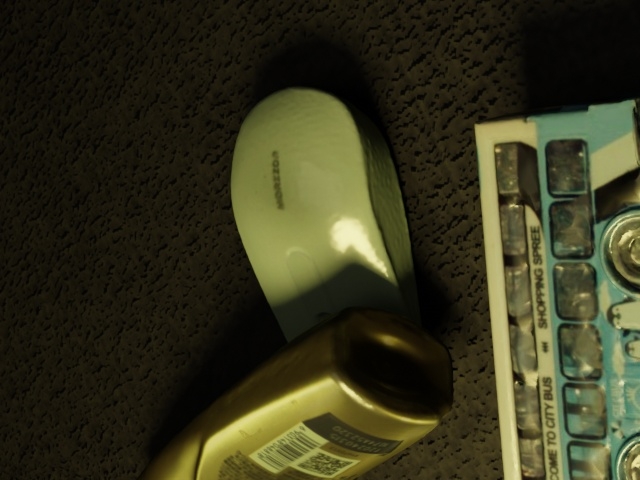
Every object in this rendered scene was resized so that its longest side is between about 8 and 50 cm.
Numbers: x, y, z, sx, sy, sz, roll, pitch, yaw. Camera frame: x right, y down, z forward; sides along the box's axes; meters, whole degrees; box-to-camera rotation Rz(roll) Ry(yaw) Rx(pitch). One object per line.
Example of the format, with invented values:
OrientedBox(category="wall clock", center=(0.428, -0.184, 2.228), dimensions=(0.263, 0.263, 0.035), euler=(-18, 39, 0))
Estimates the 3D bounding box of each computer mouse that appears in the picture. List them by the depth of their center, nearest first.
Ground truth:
OrientedBox(category="computer mouse", center=(0.000, 0.000, 0.883), dimensions=(0.128, 0.079, 0.231), euler=(-6, 103, 38))

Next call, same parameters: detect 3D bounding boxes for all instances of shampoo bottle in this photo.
OrientedBox(category="shampoo bottle", center=(-0.043, 0.165, 0.925), dimensions=(0.350, 0.125, 0.084), euler=(-42, 35, 44))

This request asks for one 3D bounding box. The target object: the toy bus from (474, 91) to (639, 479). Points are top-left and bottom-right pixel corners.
OrientedBox(category="toy bus", center=(0.181, 0.057, 0.760), dimensions=(0.131, 0.106, 0.297), euler=(1, 101, 35))
